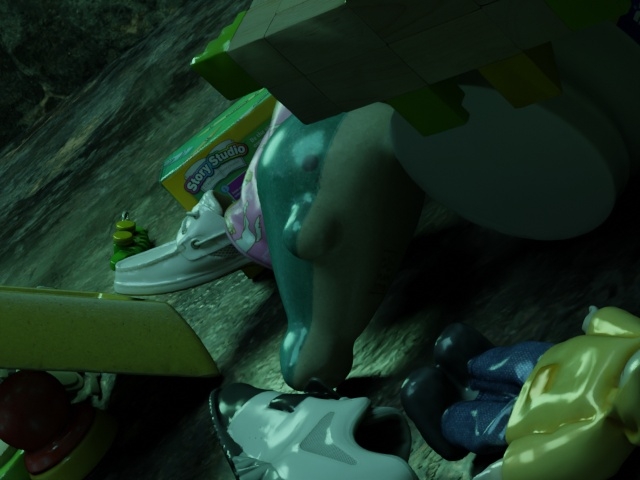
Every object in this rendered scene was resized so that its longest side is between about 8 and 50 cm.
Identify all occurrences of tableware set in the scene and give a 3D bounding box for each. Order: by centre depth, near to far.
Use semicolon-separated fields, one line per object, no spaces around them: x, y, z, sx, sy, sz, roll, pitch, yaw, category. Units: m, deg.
-0.349;0.166;1.943;0.194;0.128;0.039;-117;40;-70;tableware set

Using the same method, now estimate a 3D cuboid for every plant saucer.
-0.320;0.095;1.710;0.333;0.333;0.081;2;88;63;plant saucer

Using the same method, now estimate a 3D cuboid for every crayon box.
-0.031;-0.104;1.781;0.278;0.165;0.081;-37;19;14;crayon box

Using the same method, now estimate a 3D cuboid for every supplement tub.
0.215;-0.191;1.355;0.241;0.241;0.331;-16;40;51;supplement tub

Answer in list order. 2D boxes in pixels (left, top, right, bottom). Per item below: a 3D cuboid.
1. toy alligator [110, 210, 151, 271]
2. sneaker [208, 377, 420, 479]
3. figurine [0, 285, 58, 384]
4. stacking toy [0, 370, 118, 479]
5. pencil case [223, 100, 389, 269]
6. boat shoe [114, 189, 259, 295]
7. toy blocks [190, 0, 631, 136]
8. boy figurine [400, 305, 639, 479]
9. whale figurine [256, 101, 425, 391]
-0.270;-0.001;2.204;0.051;0.056;0.189;2;23;-2;toy alligator
0.000;0.180;1.241;0.146;0.122;0.330;-26;17;-7;sneaker
-0.442;0.191;2.097;0.209;0.092;0.215;-36;20;41;figurine
-0.411;0.279;1.763;0.309;0.130;0.279;-51;22;-25;stacking toy
0.024;-0.143;1.545;0.167;0.160;0.386;-54;-15;-70;pencil case
-0.113;-0.013;1.728;0.277;0.096;0.098;-17;16;6;boat shoe
0.095;-0.247;1.183;0.381;0.191;0.260;-15;43;48;toy blocks
0.172;0.111;1.062;0.177;0.092;0.285;-48;17;-24;boy figurine
0.000;0.000;1.404;0.216;0.141;0.272;5;-81;-68;whale figurine
